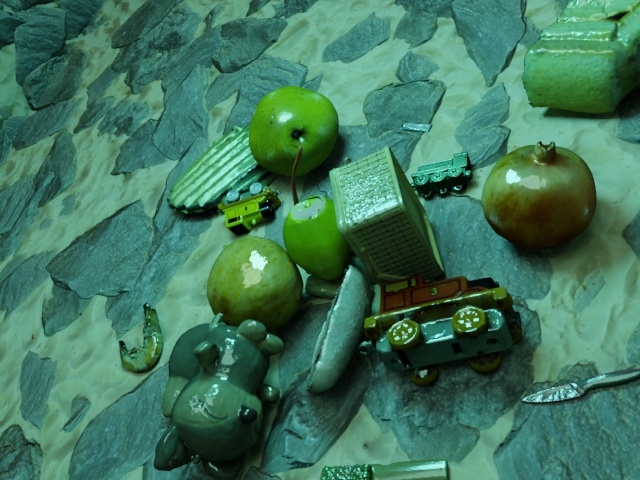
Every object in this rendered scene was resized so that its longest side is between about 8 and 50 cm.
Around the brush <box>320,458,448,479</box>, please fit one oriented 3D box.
[{"bbox_3d":[0.128,0.493,1.393,0.282,0.048,0.054,-11,53,19],"label":"brush"}]

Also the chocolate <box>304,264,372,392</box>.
[{"bbox_3d":[0.047,0.220,1.570,0.100,0.185,0.303,23,69,-2],"label":"chocolate"}]

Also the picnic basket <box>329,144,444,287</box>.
[{"bbox_3d":[0.159,-0.035,1.613,0.175,0.313,0.228,-23,47,16],"label":"picnic basket"}]

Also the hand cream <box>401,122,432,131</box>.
[{"bbox_3d":[0.290,-0.342,1.995,0.093,0.019,0.030,11,58,26],"label":"hand cream"}]

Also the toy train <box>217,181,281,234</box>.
[{"bbox_3d":[-0.216,-0.096,2.023,0.219,0.089,0.127,-17,59,15],"label":"toy train"}]

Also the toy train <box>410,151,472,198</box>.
[{"bbox_3d":[0.331,-0.177,1.805,0.171,0.071,0.111,-10,41,23],"label":"toy train"}]

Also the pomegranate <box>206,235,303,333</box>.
[{"bbox_3d":[-0.171,0.115,1.723,0.261,0.260,0.260,-15,49,18],"label":"pomegranate"}]

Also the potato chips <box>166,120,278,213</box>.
[{"bbox_3d":[-0.321,-0.231,2.203,0.429,0.070,0.358,-41,44,-9],"label":"potato chips"}]

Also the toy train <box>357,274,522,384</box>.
[{"bbox_3d":[0.260,0.184,1.495,0.369,0.163,0.231,-15,41,18],"label":"toy train"}]

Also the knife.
[{"bbox_3d":[0.532,0.302,1.347,0.247,0.018,0.035,-20,51,17],"label":"knife"}]

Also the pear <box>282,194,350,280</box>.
[{"bbox_3d":[0.000,0.000,1.685,0.188,0.219,0.187,-19,37,15],"label":"pear"}]

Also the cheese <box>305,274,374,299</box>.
[{"bbox_3d":[0.047,0.126,1.731,0.194,0.043,0.064,5,63,30],"label":"cheese"}]

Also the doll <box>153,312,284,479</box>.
[{"bbox_3d":[-0.256,0.388,1.606,0.379,0.252,0.382,-26,38,64],"label":"doll"}]

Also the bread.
[{"bbox_3d":[0.746,-0.488,1.708,0.395,0.239,0.264,-47,47,-9],"label":"bread"}]

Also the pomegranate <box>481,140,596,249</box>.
[{"bbox_3d":[0.503,-0.116,1.521,0.252,0.270,0.229,8,51,25],"label":"pomegranate"}]

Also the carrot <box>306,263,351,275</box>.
[{"bbox_3d":[0.025,0.076,1.780,0.139,0.048,0.048,6,58,30],"label":"carrot"}]

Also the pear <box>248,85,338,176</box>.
[{"bbox_3d":[-0.083,-0.332,2.013,0.294,0.294,0.294,-15,49,18],"label":"pear"}]

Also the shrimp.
[{"bbox_3d":[-0.523,0.284,1.911,0.150,0.051,0.217,-27,50,17],"label":"shrimp"}]

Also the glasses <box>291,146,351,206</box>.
[{"bbox_3d":[0.000,-0.105,1.794,0.234,0.268,0.118,21,49,39],"label":"glasses"}]
